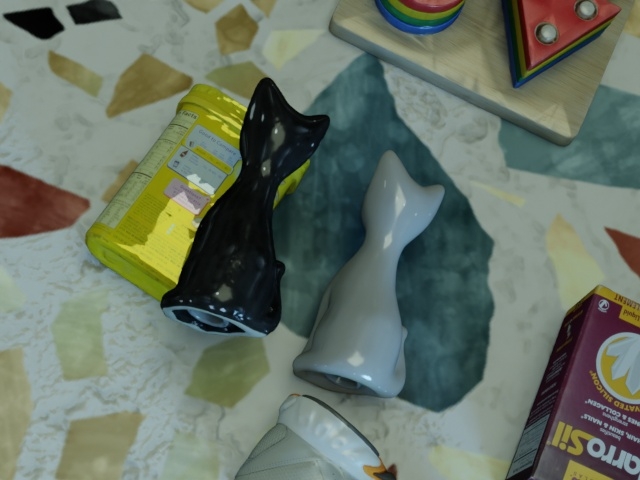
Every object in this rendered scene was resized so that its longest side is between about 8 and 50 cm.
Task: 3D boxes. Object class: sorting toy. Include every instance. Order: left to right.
[{"bbox_3d":[0.179,-0.263,1.293,0.257,0.089,0.255,26,73,0],"label":"sorting toy"}]

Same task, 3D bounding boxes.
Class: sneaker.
[{"bbox_3d":[0.041,0.248,1.085,0.262,0.099,0.121,39,74,14],"label":"sneaker"}]

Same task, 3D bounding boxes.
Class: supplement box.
[{"bbox_3d":[0.241,0.148,1.161,0.104,0.081,0.188,25,66,-1],"label":"supplement box"}]

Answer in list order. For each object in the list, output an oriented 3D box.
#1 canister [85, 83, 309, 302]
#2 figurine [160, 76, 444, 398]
[{"bbox_3d":[-0.107,-0.033,1.169,0.126,0.073,0.170,34,68,1],"label":"canister"},{"bbox_3d":[0.000,0.000,1.126,0.215,0.092,0.209,28,71,-27],"label":"figurine"}]
